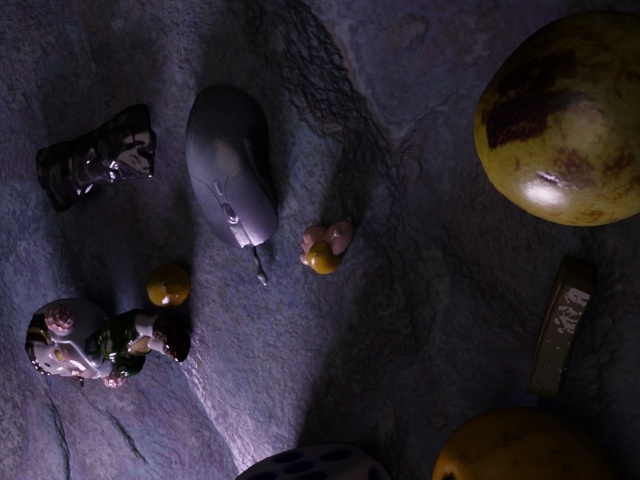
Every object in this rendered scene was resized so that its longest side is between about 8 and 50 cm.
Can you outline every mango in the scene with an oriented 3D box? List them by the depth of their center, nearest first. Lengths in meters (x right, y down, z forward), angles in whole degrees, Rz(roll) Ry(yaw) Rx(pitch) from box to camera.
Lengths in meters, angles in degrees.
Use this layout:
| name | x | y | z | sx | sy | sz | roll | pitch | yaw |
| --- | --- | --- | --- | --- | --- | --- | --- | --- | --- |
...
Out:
| name | x | y | z | sx | sy | sz | roll | pitch | yaw |
| --- | --- | --- | --- | --- | --- | --- | --- | --- | --- |
| mango | 0.355 | 0.451 | 1.067 | 0.446 | 0.300 | 0.232 | 46 | 160 | -7 |

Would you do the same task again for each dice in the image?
| name | x | y | z | sx | sy | sz | roll | pitch | yaw |
| --- | --- | --- | --- | --- | --- | --- | --- | --- | --- |
| dice | -0.006 | 0.522 | 1.283 | 0.251 | 0.243 | 0.259 | -13 | 93 | 29 |

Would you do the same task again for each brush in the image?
| name | x | y | z | sx | sy | sz | roll | pitch | yaw |
| --- | --- | --- | --- | --- | --- | --- | --- | --- | --- |
| brush | 0.359 | 0.131 | 1.062 | 0.059 | 0.123 | 0.197 | 16 | 110 | 19 |

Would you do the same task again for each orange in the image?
| name | x | y | z | sx | sy | sz | roll | pitch | yaw |
| --- | --- | --- | --- | --- | --- | --- | --- | --- | --- |
| orange | -0.303 | 0.092 | 1.415 | 0.095 | 0.085 | 0.085 | -41 | 83 | 26 |

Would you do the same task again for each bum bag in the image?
| name | x | y | z | sx | sy | sz | roll | pitch | yaw |
| --- | --- | --- | --- | --- | --- | --- | --- | --- | --- |
| bum bag | -0.454 | -0.157 | 1.426 | 0.340 | 0.095 | 0.144 | -16 | 80 | 28 |

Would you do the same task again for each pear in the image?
| name | x | y | z | sx | sy | sz | roll | pitch | yaw |
| --- | --- | --- | --- | --- | --- | --- | --- | --- | --- |
| pear | 0.337 | -0.156 | 0.926 | 0.283 | 0.283 | 0.284 | 7 | 106 | 26 |

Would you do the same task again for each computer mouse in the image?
| name | x | y | z | sx | sy | sz | roll | pitch | yaw |
| --- | --- | --- | --- | --- | --- | --- | --- | --- | --- |
| computer mouse | -0.160 | -0.093 | 1.296 | 0.167 | 0.090 | 0.379 | -12 | 99 | 30 |

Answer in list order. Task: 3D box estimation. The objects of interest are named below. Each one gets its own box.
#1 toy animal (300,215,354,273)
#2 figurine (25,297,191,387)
| name | x | y | z | sx | sy | sz | roll | pitch | yaw |
| --- | --- | --- | --- | --- | --- | --- | --- | --- | --- |
| toy animal | 0.000 | 0.000 | 1.239 | 0.082 | 0.091 | 0.114 | 42 | 120 | 28 |
| figurine | -0.455 | 0.203 | 1.480 | 0.369 | 0.167 | 0.281 | -3 | 139 | 18 |
